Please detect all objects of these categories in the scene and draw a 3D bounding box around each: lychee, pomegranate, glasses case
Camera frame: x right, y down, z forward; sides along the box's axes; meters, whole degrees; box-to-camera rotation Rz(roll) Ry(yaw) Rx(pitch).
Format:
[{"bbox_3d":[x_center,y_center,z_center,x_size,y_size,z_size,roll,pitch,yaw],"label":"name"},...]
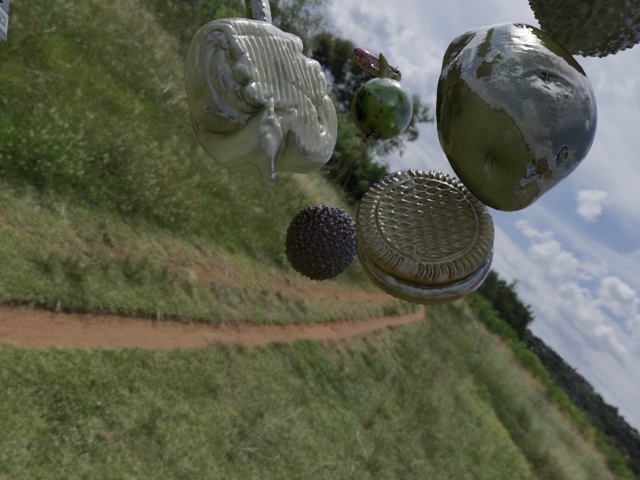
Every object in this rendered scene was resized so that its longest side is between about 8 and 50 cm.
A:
[{"bbox_3d":[0.000,0.000,1.177,0.188,0.188,0.188,48,4,-5],"label":"lychee"},{"bbox_3d":[0.141,-0.340,1.226,0.156,0.156,0.220,41,36,-60],"label":"pomegranate"},{"bbox_3d":[0.167,-0.508,1.488,0.194,0.049,0.073,6,30,-47],"label":"glasses case"},{"bbox_3d":[0.535,-0.489,0.944,0.300,0.300,0.300,48,4,-5],"label":"lychee"}]

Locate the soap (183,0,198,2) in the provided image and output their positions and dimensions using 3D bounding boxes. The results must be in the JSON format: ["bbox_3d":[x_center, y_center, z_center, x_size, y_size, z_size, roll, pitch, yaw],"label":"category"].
[{"bbox_3d":[-0.269,-0.612,1.055,0.193,0.109,0.324,61,40,-23],"label":"soap"}]

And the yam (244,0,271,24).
[{"bbox_3d":[-0.185,-0.646,1.539,0.083,0.083,0.371,40,37,-61],"label":"yam"}]

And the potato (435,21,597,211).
[{"bbox_3d":[0.305,-0.207,0.811,0.243,0.221,0.326,17,49,-2],"label":"potato"}]

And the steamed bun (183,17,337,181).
[{"bbox_3d":[-0.144,-0.289,1.133,0.352,0.247,0.339,-14,86,-51],"label":"steamed bun"}]

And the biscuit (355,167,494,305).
[{"bbox_3d":[0.178,-0.013,0.882,0.259,0.259,0.079,51,-20,29],"label":"biscuit"}]

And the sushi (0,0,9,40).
[{"bbox_3d":[-0.670,-0.512,0.948,0.215,0.050,0.192,86,1,-78],"label":"sushi"}]
